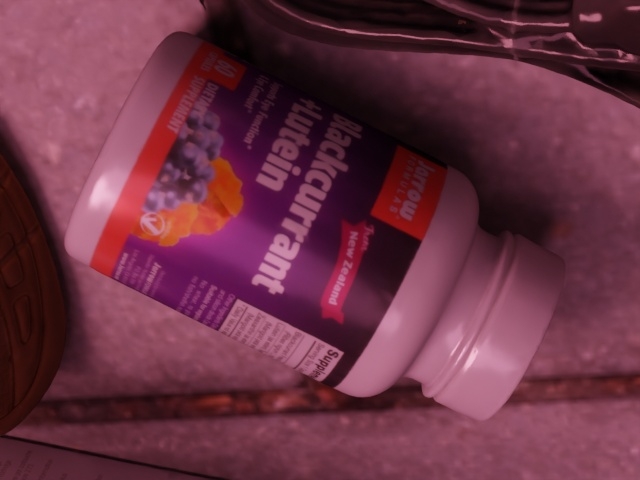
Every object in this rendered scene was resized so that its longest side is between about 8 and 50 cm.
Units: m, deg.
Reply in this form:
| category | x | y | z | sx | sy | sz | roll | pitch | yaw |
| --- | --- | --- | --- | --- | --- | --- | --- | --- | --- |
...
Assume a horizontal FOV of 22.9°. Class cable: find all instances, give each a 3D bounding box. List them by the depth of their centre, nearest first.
| category | x | y | z | sx | sy | sz | roll | pitch | yaw |
| --- | --- | --- | --- | --- | --- | --- | --- | --- | --- |
| cable | 0.108 | -0.097 | 0.628 | 0.287 | 0.072 | 0.139 | 6 | 142 | 25 |

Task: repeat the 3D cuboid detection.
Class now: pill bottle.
| category | x | y | z | sx | sy | sz | roll | pitch | yaw |
| --- | --- | --- | --- | --- | --- | --- | --- | --- | --- |
| pill bottle | 0.000 | 0.000 | 0.669 | 0.193 | 0.108 | 0.108 | 26 | 125 | -4 |

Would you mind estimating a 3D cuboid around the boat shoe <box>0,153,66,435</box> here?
| category | x | y | z | sx | sy | sz | roll | pitch | yaw |
| --- | --- | --- | --- | --- | --- | --- | --- | --- | --- |
| boat shoe | -0.252 | -0.040 | 0.719 | 0.123 | 0.123 | 0.342 | 6 | 144 | 50 |

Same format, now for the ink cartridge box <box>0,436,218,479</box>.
| category | x | y | z | sx | sy | sz | roll | pitch | yaw |
| --- | --- | --- | --- | --- | --- | --- | --- | --- | --- |
| ink cartridge box | -0.224 | 0.167 | 0.794 | 0.371 | 0.176 | 0.069 | 12 | 126 | 7 |
